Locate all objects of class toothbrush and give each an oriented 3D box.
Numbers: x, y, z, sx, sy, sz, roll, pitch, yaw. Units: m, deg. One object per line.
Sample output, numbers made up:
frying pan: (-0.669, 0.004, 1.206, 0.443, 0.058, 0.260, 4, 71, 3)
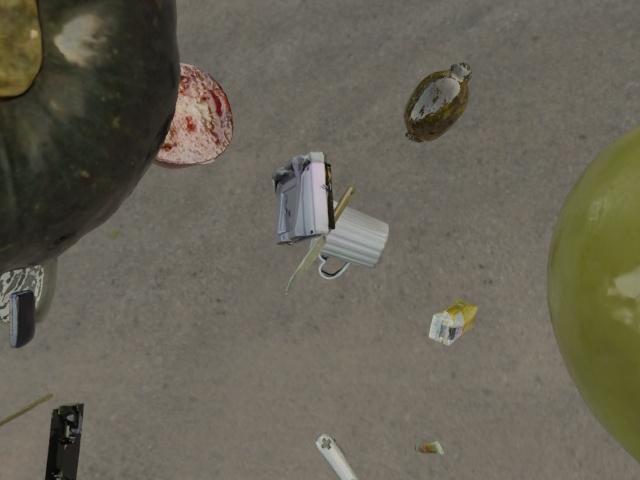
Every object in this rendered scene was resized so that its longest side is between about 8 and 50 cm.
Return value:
toothbrush: (0.123, 0.529, 1.037, 0.042, 0.040, 0.417, -31, 79, -29)

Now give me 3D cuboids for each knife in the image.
knife: (0.002, 0.001, 1.313, 0.017, 0.047, 0.297, 26, 73, 23)

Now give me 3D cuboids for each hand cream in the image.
hand cream: (0.270, 0.520, 1.434, 0.022, 0.102, 0.035, -19, 81, -30)

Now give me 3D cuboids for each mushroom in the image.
mushroom: (-0.493, -0.011, 0.935, 0.122, 0.159, 0.328, 10, 84, 17)

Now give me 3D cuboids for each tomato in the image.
tomato: (-0.284, -0.234, 1.111, 0.085, 0.225, 0.224, -21, 37, 59)

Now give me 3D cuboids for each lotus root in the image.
lotus root: (0.260, -0.306, 1.275, 0.209, 0.120, 0.120, -55, 38, 33)

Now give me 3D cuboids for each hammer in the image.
hammer: (-0.661, 0.379, 1.217, 0.062, 0.199, 0.013, -35, 87, 32)

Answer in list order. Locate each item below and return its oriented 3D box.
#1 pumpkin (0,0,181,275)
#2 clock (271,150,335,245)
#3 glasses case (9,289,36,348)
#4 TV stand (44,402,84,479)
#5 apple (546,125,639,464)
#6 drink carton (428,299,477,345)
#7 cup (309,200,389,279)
pumpkin: (-0.326, -0.176, 0.452, 0.344, 0.454, 0.454, 20, 65, 35)
clock: (-0.048, -0.089, 1.319, 0.084, 0.253, 0.186, -2, 84, -22)
glasses case: (-0.402, 0.107, 0.777, 0.023, 0.083, 0.033, 20, 21, 21)
TV stand: (-0.464, 0.418, 1.024, 0.042, 0.036, 0.248, 2, 85, 17)
apple: (0.298, 0.038, 0.361, 0.292, 0.292, 0.253, 6, 87, 29)
drink carton: (0.324, 0.214, 1.441, 0.075, 0.084, 0.200, 23, 23, 33)
cup: (0.078, 0.003, 1.733, 0.202, 0.221, 0.166, 20, 43, -7)
